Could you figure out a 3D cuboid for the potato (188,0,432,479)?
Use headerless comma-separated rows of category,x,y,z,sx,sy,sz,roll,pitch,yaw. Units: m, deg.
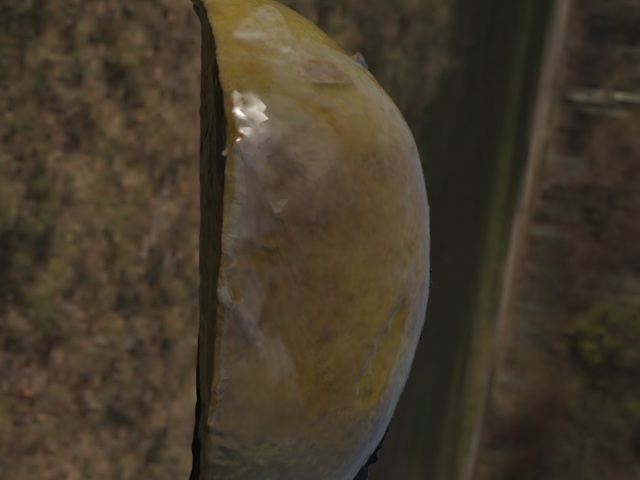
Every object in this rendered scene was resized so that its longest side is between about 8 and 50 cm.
potato,0.000,0.002,0.835,0.100,0.120,0.261,124,-34,-74
